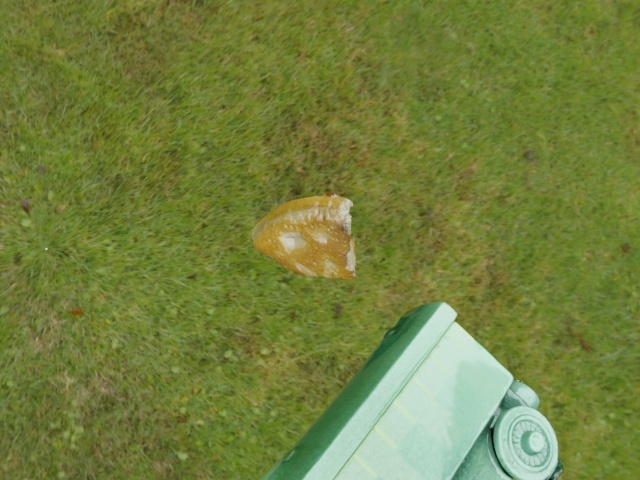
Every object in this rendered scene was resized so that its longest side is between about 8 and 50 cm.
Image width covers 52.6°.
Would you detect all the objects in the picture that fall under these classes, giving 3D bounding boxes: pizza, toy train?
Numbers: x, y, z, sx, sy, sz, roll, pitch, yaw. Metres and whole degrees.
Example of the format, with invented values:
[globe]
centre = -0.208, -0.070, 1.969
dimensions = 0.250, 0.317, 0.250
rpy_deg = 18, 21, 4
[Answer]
[pizza]
centre = 0.000, 0.000, 0.973
dimensions = 0.161, 0.182, 0.062
rpy_deg = 47, 42, -13
[toy train]
centre = 0.086, 0.209, 0.594
dimensions = 0.202, 0.120, 0.301
rpy_deg = 44, 58, 3
